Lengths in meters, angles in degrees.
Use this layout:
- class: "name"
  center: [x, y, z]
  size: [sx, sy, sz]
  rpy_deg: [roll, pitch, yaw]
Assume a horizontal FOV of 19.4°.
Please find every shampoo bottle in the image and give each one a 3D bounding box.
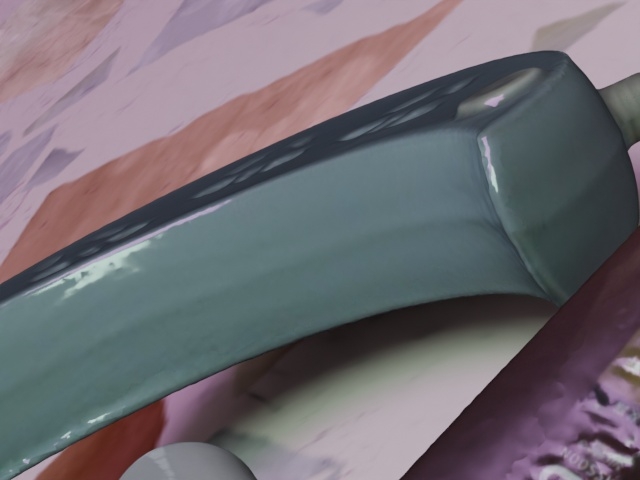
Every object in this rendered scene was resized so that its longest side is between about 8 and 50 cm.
- class: "shampoo bottle"
  center: [0.068, 0.047, 0.399]
  size: [0.236, 0.067, 0.068]
  rpy_deg: [-49, 33, -18]

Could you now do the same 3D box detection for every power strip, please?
- class: "power strip"
  center: [0.000, 0.000, 0.551]
  size: [0.253, 0.054, 0.167]
  rpy_deg: [-22, 12, 24]

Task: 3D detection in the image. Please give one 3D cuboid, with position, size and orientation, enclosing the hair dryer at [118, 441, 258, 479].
- class: "hair dryer"
  center: [-0.058, 0.121, 0.500]
  size: [0.137, 0.047, 0.082]
  rpy_deg: [-49, 22, -1]
